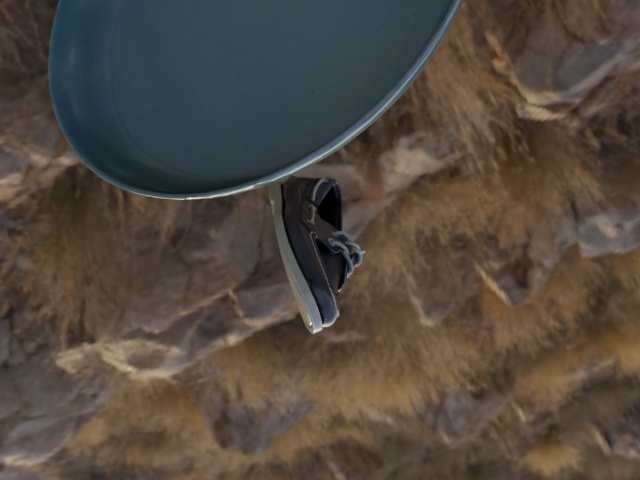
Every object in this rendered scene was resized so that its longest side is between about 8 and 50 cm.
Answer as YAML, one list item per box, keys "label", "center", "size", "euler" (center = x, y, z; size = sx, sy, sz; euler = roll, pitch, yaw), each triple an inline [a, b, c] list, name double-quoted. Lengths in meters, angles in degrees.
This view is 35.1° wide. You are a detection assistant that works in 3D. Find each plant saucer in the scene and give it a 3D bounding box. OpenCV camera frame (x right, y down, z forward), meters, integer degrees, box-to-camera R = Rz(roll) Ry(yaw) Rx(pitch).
- label: "plant saucer"
  center: [-0.039, -0.163, 0.647]
  size: [0.318, 0.317, 0.044]
  euler: [-28, 145, 17]

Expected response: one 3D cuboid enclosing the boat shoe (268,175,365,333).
- label: "boat shoe"
  center: [0.000, 0.000, 0.798]
  size: [0.065, 0.206, 0.075]
  euler: [-15, 117, -1]
